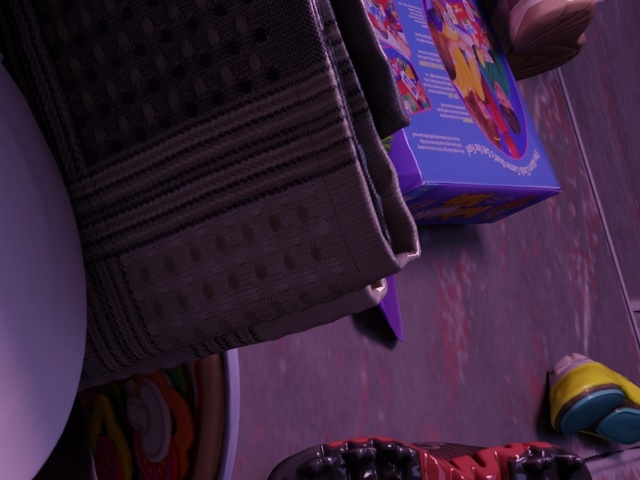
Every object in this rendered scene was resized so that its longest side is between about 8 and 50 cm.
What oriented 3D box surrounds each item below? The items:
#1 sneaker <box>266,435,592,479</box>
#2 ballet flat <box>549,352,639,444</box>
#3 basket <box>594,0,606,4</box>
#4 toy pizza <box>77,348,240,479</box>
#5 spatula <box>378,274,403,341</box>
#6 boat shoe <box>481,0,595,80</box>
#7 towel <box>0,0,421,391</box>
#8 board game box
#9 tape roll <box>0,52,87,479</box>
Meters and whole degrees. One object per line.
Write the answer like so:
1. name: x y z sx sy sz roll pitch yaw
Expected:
1. sneaker: 0.059 0.188 1.215 0.276 0.135 0.097 5 79 -38
2. ballet flat: 0.260 0.148 1.688 0.077 0.077 0.231 58 16 26
3. basket: 0.230 -0.432 1.739 0.331 0.328 0.266 39 35 -47
4. toy pizza: -0.098 0.064 0.912 0.032 0.201 0.201 -4 73 -28
5. spatula: 0.000 0.000 1.302 0.296 0.030 0.084 33 42 -52
6. boat shoe: 0.195 -0.216 1.664 0.285 0.103 0.092 90 -18 -82
7. towel: -0.108 -0.089 0.814 0.056 0.324 0.312 -16 87 -48
8. board game box: 0.074 -0.133 1.455 0.347 0.078 0.233 -1 67 -65
9. tape roll: -0.229 0.001 0.710 0.286 0.100 0.286 32 45 -38
